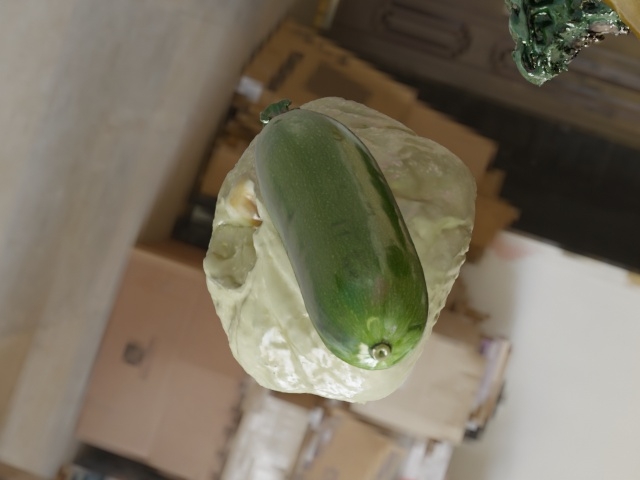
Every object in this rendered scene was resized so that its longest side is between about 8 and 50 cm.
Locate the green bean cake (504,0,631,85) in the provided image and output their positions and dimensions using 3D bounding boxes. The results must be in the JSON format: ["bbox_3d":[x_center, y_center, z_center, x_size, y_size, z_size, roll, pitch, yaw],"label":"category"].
[{"bbox_3d":[0.285,-0.271,1.703,0.107,0.208,0.193,26,54,-78],"label":"green bean cake"}]

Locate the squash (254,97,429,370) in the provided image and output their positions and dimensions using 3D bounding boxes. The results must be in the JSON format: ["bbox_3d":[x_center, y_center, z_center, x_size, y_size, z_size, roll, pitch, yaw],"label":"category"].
[{"bbox_3d":[0.010,-0.020,1.317,0.378,0.101,0.101,-115,-144,-59],"label":"squash"}]

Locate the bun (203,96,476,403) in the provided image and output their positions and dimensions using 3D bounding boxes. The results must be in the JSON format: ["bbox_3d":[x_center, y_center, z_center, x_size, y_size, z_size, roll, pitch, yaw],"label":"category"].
[{"bbox_3d":[0.000,0.000,1.802,0.349,0.227,0.352,-37,-139,51],"label":"bun"}]

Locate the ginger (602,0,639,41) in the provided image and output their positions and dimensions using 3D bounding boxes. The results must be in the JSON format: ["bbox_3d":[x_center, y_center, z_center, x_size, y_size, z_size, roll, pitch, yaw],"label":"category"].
[{"bbox_3d":[0.197,-0.116,0.843,0.081,0.205,0.115,-48,137,1],"label":"ginger"}]
